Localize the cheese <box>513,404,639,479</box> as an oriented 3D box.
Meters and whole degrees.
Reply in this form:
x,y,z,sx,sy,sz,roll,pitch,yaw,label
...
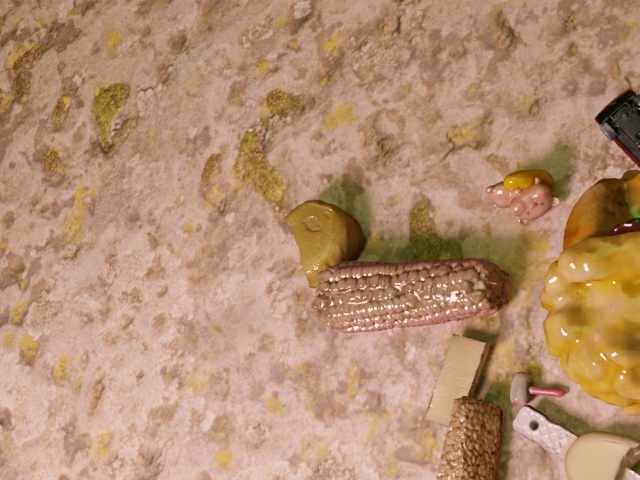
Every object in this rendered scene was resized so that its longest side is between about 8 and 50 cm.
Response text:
x,y,z,sx,sy,sz,roll,pitch,yaw,label
0.375,0.312,1.578,0.235,0.049,0.127,29,90,41,cheese

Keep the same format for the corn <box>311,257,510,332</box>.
x,y,z,sx,sy,sz,roll,pitch,yaw,label
0.144,0.091,1.804,0.335,0.126,0.127,-3,68,30,corn

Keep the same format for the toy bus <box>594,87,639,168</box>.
x,y,z,sx,sy,sz,roll,pitch,yaw,label
0.508,-0.140,1.664,0.081,0.089,0.195,-42,51,11,toy bus

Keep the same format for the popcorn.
x,y,z,sx,sy,sz,roll,pitch,yaw,label
0.462,0.048,1.433,0.349,0.382,0.349,2,54,-3,popcorn

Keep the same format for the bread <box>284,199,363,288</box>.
x,y,z,sx,sy,sz,roll,pitch,yaw,label
0.009,-0.002,1.957,0.125,0.086,0.156,-25,60,16,bread

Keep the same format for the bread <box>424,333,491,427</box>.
x,y,z,sx,sy,sz,roll,pitch,yaw,label
0.219,0.226,1.741,0.068,0.028,0.154,12,78,38,bread

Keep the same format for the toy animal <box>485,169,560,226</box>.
x,y,z,sx,sy,sz,roll,pitch,yaw,label
0.324,-0.066,1.767,0.114,0.091,0.082,-19,74,25,toy animal

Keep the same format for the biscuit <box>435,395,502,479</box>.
x,y,z,sx,sy,sz,roll,pitch,yaw,label
0.227,0.322,1.661,0.070,0.082,0.168,-11,64,53,biscuit

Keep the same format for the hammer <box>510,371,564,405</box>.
x,y,z,sx,sy,sz,roll,pitch,yaw,label
0.330,0.228,1.663,0.083,0.031,0.053,1,74,29,hammer
